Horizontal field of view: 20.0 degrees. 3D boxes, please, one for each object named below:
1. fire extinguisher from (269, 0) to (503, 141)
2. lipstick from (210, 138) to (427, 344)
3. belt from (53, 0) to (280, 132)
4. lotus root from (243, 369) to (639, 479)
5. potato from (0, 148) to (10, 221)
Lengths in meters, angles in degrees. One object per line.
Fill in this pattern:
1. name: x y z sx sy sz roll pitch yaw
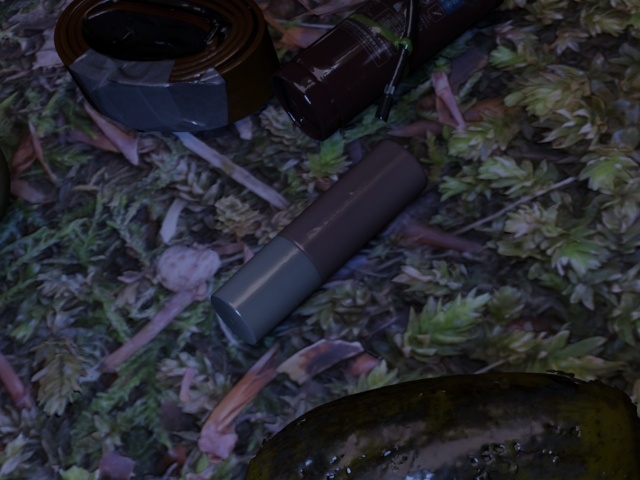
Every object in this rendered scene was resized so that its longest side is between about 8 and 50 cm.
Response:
1. fire extinguisher: 0.111 -0.239 2.021 0.341 0.105 0.141 -38 67 -14
2. lipstick: 0.000 0.000 1.881 0.254 0.070 0.070 -42 53 -18
3. belt: -0.178 -0.214 2.081 0.261 0.105 0.184 16 60 26
4. lotus root: 0.103 0.211 1.608 0.397 0.196 0.179 -13 45 9
5. potato: -0.445 -0.056 2.005 0.178 0.160 0.235 -26 35 -37
